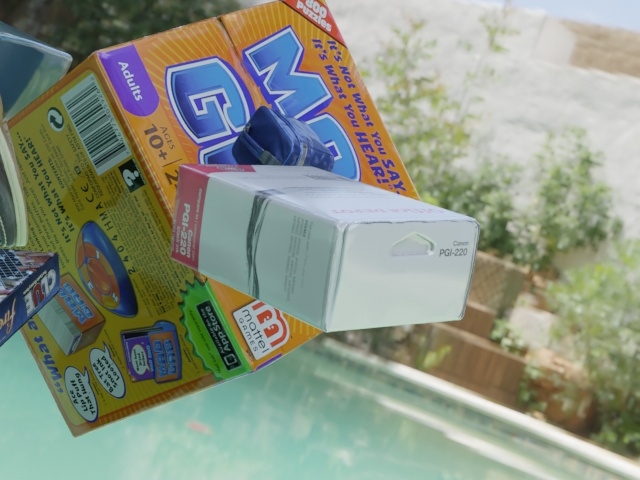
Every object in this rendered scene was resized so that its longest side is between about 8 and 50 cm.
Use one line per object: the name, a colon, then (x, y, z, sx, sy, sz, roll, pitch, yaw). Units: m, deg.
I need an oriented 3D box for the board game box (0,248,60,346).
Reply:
board game box: (-0.389, 0.051, 1.155, 0.243, 0.042, 0.165, 5, 23, 14)

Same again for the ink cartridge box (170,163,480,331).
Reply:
ink cartridge box: (0.000, 0.000, 1.034, 0.159, 0.092, 0.218, -2, 14, -41)

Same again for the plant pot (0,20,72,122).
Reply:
plant pot: (-0.444, -0.204, 1.511, 0.166, 0.165, 0.234, 26, 2, 6)

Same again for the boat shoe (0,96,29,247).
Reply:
boat shoe: (-0.234, -0.064, 0.829, 0.049, 0.152, 0.056, -18, 18, -21)

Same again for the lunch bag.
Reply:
lunch bag: (-0.042, -0.086, 1.201, 0.065, 0.067, 0.098, 20, 21, -42)

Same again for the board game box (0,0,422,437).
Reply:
board game box: (-0.147, -0.031, 1.455, 0.356, 0.356, 0.356, -25, 2, 44)
